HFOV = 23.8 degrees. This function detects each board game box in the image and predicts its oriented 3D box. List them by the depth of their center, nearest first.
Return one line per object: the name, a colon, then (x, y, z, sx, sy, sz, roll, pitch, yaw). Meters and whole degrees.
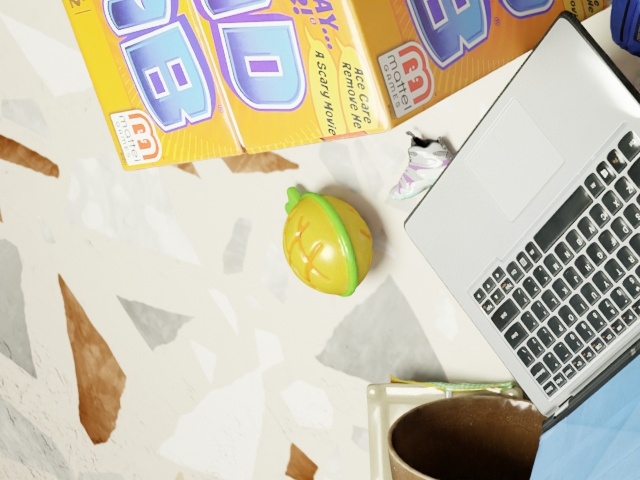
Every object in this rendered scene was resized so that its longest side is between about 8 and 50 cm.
board game box: (-0.012, -0.306, 1.428, 0.356, 0.356, 0.356, -5, 109, 45)

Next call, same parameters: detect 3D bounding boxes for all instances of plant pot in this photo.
plant pot: (0.178, 0.318, 1.645, 0.215, 0.215, 0.230, 16, 116, 37)

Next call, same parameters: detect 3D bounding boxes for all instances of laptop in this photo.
laptop: (0.186, 0.090, 1.356, 0.408, 0.236, 0.382, 54, 147, 14)

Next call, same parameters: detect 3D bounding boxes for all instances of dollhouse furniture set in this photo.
dollhouse furniture set: (0.167, 0.302, 1.823, 0.197, 0.151, 0.301, 0, 96, 22)

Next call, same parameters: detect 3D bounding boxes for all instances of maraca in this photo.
maraca: (0.000, 0.000, 1.789, 0.186, 0.099, 0.127, -148, 45, -62)

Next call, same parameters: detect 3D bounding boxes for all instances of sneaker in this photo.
sneaker: (0.106, -0.088, 1.681, 0.098, 0.038, 0.069, -23, 94, 38)

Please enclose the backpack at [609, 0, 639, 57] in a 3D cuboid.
backpack: (0.319, -0.204, 1.365, 0.120, 0.101, 0.098, 32, 125, 32)
